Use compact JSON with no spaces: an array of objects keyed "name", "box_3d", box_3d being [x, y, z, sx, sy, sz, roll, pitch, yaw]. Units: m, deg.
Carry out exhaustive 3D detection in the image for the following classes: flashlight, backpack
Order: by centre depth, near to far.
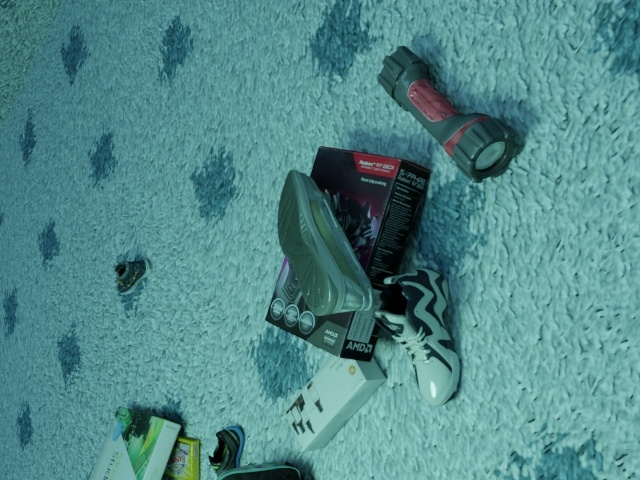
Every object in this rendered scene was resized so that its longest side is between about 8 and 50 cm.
[{"name":"flashlight","box_3d":[0.207,-0.227,1.191,0.103,0.103,0.304,-39,54,8]},{"name":"backpack","box_3d":[-0.135,0.541,1.430,0.144,0.188,0.166,150,118,-71]}]

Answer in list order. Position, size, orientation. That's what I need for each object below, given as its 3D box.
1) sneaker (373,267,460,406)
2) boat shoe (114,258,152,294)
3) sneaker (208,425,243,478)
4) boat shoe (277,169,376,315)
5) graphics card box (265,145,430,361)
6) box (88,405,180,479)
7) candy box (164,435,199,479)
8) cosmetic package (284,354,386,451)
[{"name":"sneaker","box_3d":[0.150,0.162,1.173,0.094,0.153,0.235,-6,82,50]},{"name":"boat shoe","box_3d":[-0.572,0.104,2.040,0.183,0.083,0.065,-37,60,40]},{"name":"sneaker","box_3d":[-0.226,0.525,1.617,0.067,0.078,0.188,5,91,48]},{"name":"boat shoe","box_3d":[0.001,-0.001,1.235,0.118,0.103,0.320,-66,33,36]},{"name":"graphics card box","box_3d":[0.044,0.016,1.313,0.232,0.094,0.371,19,92,47]},{"name":"box","box_3d":[-0.503,0.577,1.862,0.322,0.058,0.232,-7,59,51]},{"name":"candy box","box_3d":[-0.378,0.563,1.822,0.205,0.027,0.105,-8,83,48]},{"name":"cosmetic package","box_3d":[0.023,0.306,1.372,0.239,0.060,0.099,-55,51,30]}]
